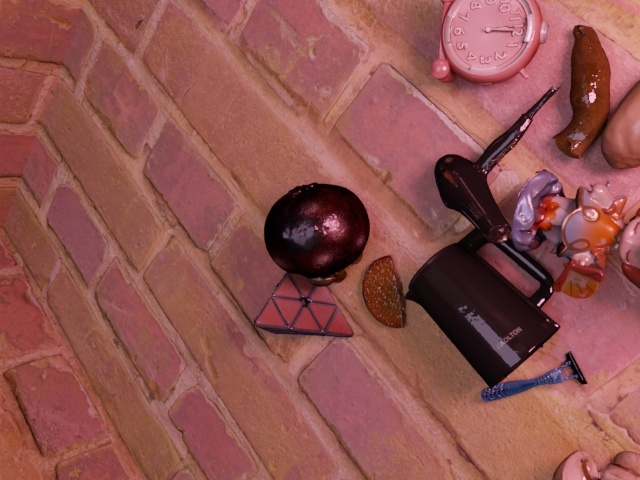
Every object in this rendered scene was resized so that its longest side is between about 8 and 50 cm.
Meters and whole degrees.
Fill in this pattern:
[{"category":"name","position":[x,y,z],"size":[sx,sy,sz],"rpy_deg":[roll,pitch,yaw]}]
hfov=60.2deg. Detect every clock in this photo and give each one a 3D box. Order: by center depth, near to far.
[{"category":"clock","position":[0.392,-0.471,1.260],"size":[0.241,0.142,0.227],"rpy_deg":[8,101,25]}]

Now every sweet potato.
[{"category":"sweet potato","position":[0.559,-0.319,1.179],"size":[0.112,0.085,0.285],"rpy_deg":[5,99,46]}]

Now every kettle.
[{"category":"kettle","position":[0.389,0.146,1.299],"size":[0.308,0.203,0.262],"rpy_deg":[49,123,24]}]

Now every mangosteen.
[{"category":"mangosteen","position":[-0.010,-0.013,1.516],"size":[0.297,0.297,0.293],"rpy_deg":[3,95,36]}]

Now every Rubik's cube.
[{"category":"Rubik's cube","position":[-0.073,0.210,1.674],"size":[0.229,0.228,0.233],"rpy_deg":[-30,120,-2]}]

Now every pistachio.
[{"category":"pistachio","position":[0.651,-0.242,1.100],"size":[0.223,0.126,0.152],"rpy_deg":[-60,27,25]}]

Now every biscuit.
[{"category":"biscuit","position":[0.175,0.147,1.558],"size":[0.126,0.025,0.206],"rpy_deg":[-10,89,36]}]

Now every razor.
[{"category":"razor","position":[0.503,0.345,1.337],"size":[0.253,0.042,0.081],"rpy_deg":[-30,80,36]}]

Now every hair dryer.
[{"category":"hair dryer","position":[0.416,-0.190,1.234],"size":[0.359,0.120,0.303],"rpy_deg":[-52,30,22]}]

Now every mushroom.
[{"category":"mushroom","position":[0.635,0.573,1.204],"size":[0.254,0.195,0.189],"rpy_deg":[30,146,24]}]

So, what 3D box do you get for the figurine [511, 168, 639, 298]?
[{"category":"figurine","position":[0.618,-0.002,1.108],"size":[0.388,0.248,0.276],"rpy_deg":[21,111,42]}]
